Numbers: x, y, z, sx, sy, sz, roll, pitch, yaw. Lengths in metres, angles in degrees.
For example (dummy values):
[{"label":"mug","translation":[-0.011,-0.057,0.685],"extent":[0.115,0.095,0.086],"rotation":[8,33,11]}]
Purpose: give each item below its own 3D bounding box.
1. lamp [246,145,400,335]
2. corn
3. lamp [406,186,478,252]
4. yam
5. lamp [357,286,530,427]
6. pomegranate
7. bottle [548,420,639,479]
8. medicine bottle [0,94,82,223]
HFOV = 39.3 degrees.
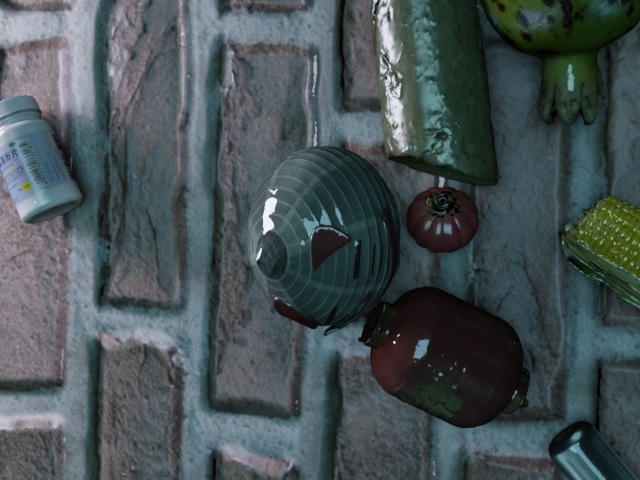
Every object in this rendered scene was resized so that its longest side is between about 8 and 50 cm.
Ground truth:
[{"label":"lamp","translation":[0.000,0.000,1.287],"extent":[0.233,0.233,0.265],"rotation":[18,121,9]},{"label":"corn","translation":[0.487,0.046,1.272],"extent":[0.305,0.122,0.123],"rotation":[37,112,12]},{"label":"lamp","translation":[0.181,-0.031,1.330],"extent":[0.108,0.092,0.107],"rotation":[-4,55,5]},{"label":"yam","translation":[0.165,-0.223,1.299],"extent":[0.168,0.168,0.304],"rotation":[-6,88,9]},{"label":"lamp","translation":[0.181,0.170,1.287],"extent":[0.258,0.180,0.180],"rotation":[27,94,-10]},{"label":"pomegranate","translation":[0.327,-0.326,1.262],"extent":[0.242,0.242,0.305],"rotation":[20,123,9]},{"label":"bottle","translation":[0.442,0.374,1.297],"extent":[0.096,0.079,0.253],"rotation":[-37,82,-17]},{"label":"medicine bottle","translation":[-0.461,-0.129,1.431],"extent":[0.103,0.103,0.186],"rotation":[-25,87,8]}]
